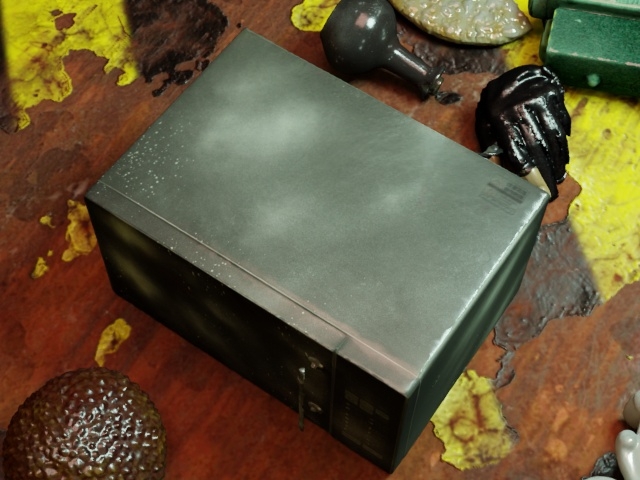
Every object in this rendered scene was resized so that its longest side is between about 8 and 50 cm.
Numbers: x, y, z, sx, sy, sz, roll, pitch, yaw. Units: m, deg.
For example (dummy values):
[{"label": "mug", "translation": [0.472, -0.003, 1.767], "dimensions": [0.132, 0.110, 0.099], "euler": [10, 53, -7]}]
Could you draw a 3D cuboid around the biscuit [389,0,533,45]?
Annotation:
[{"label": "biscuit", "translation": [0.202, -0.376, 1.686], "dimensions": [0.265, 0.040, 0.188], "euler": [36, 66, 17]}]

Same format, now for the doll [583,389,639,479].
[{"label": "doll", "translation": [0.330, 0.292, 1.252], "dimensions": [0.208, 0.144, 0.271], "euler": [7, 53, -3]}]

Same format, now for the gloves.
[{"label": "gloves", "translation": [0.279, -0.137, 1.507], "dimensions": [0.129, 0.106, 0.180], "euler": [-10, 56, -8]}]

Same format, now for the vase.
[{"label": "vase", "translation": [0.092, -0.265, 1.586], "dimensions": [0.183, 0.120, 0.120], "euler": [35, 64, 2]}]

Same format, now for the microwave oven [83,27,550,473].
[{"label": "microwave oven", "translation": [0.000, 0.000, 1.349], "dimensions": [0.432, 0.236, 0.374], "euler": [32, 65, 17]}]

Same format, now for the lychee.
[{"label": "lychee", "translation": [-0.265, 0.233, 1.252], "dimensions": [0.194, 0.194, 0.194], "euler": [0, 60, 0]}]

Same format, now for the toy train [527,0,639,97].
[{"label": "toy train", "translation": [0.449, -0.284, 1.578], "dimensions": [0.330, 0.138, 0.178], "euler": [11, 69, 11]}]
